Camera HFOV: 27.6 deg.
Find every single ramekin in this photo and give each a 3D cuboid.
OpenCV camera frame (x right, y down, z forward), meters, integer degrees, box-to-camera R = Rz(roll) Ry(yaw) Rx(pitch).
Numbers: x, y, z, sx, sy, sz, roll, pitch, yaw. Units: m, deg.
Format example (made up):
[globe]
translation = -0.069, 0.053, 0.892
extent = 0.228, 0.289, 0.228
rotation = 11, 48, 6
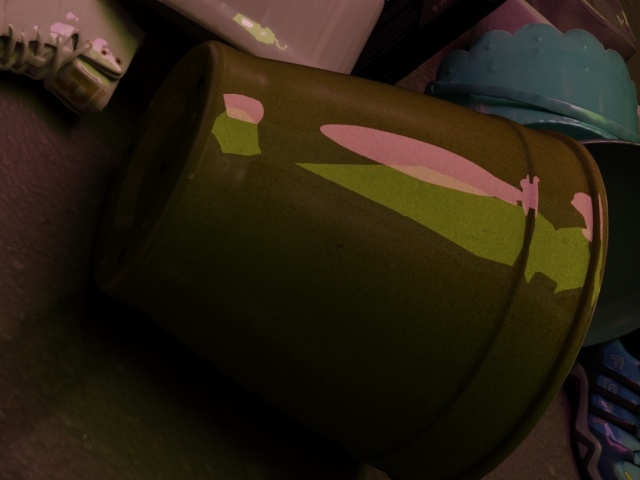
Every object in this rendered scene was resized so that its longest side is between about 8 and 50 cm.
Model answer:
[ramekin]
translation = -0.069, -0.253, 1.309
extent = 0.277, 0.135, 0.277
rotation = 32, 2, -1

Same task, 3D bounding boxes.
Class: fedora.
[fedora]
translation = 0.420, -0.354, 2.120
extent = 0.275, 0.124, 0.243
rotation = 28, 42, -34

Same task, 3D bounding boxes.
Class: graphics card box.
[graphics card box]
translation = 0.053, -0.390, 1.609
extent = 0.094, 0.233, 0.371
rotation = 1, 61, -51

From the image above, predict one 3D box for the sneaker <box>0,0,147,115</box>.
[sneaker]
translation = -0.258, -0.179, 1.169
extent = 0.169, 0.108, 0.292
rotation = 49, 34, -5

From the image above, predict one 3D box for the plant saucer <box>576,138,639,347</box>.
[plant saucer]
translation = 0.298, 0.001, 1.518
extent = 0.317, 0.317, 0.043
rotation = 33, 30, -30

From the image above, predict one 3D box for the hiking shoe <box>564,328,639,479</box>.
[hiking shoe]
translation = 0.381, 0.212, 1.601
extent = 0.113, 0.132, 0.304
rotation = 15, 51, -44

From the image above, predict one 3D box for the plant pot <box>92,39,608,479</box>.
[plant pot]
translation = 0.000, 0.000, 1.168
extent = 0.353, 0.366, 0.366
rotation = 23, 44, -21

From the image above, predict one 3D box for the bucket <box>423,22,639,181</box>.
[bucket]
translation = 0.262, -0.108, 1.589
extent = 0.281, 0.281, 0.183
rotation = 36, 36, -27

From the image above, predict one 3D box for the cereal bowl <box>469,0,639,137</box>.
[cereal bowl]
translation = 0.332, -0.200, 1.832
extent = 0.339, 0.141, 0.339
rotation = 39, 16, -14
